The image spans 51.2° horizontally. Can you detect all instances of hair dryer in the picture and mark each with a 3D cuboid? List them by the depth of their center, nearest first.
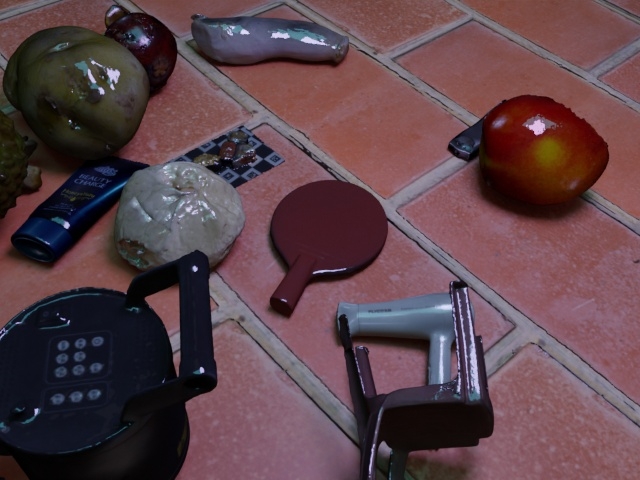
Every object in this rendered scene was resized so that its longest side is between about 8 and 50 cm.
[{"bbox_3d":[0.132,0.188,0.981,0.207,0.075,0.237,-5,57,1],"label":"hair dryer"}]

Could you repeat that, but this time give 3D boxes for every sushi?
[{"bbox_3d":[-0.185,-0.156,1.261,0.201,0.031,0.139,-33,59,-28],"label":"sushi"}]

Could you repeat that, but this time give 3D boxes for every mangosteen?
[{"bbox_3d":[-0.379,-0.385,1.360,0.166,0.166,0.180,-27,53,-25],"label":"mangosteen"}]

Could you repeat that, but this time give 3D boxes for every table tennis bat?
[{"bbox_3d":[0.000,0.000,1.136,0.201,0.038,0.310,21,50,13],"label":"table tennis bat"}]

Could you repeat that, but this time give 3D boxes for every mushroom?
[{"bbox_3d":[-0.108,-0.445,1.477,0.352,0.097,0.109,0,50,-8],"label":"mushroom"}]

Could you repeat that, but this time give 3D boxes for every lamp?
[{"bbox_3d":[-0.255,0.198,0.794,0.375,0.272,0.204,-18,51,7],"label":"lamp"}]

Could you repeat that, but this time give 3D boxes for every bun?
[{"bbox_3d":[-0.231,-0.047,1.094,0.221,0.134,0.220,2,48,-2],"label":"bun"}]

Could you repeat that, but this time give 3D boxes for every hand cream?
[{"bbox_3d":[-0.414,-0.068,1.160,0.120,0.061,0.270,14,42,14],"label":"hand cream"}]

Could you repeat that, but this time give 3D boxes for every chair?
[{"bbox_3d":[0.122,0.239,0.817,0.183,0.175,0.326,-12,53,14],"label":"chair"}]

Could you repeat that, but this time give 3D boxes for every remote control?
[{"bbox_3d":[0.341,-0.230,1.368,0.059,0.028,0.212,37,56,23],"label":"remote control"}]

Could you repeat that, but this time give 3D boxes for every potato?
[{"bbox_3d":[-0.461,-0.283,1.227,0.203,0.218,0.351,-3,30,-48],"label":"potato"}]

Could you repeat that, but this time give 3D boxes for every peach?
[{"bbox_3d":[0.406,-0.166,1.214,0.226,0.189,0.196,0,39,4],"label":"peach"}]

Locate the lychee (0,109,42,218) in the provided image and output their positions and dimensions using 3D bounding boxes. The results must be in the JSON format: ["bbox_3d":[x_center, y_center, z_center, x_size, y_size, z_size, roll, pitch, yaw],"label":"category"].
[{"bbox_3d":[-0.598,-0.122,1.050,0.270,0.320,0.269,-1,69,3],"label":"lychee"}]
